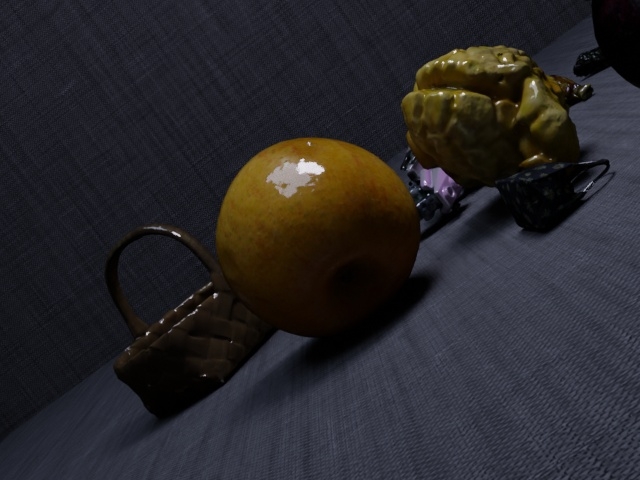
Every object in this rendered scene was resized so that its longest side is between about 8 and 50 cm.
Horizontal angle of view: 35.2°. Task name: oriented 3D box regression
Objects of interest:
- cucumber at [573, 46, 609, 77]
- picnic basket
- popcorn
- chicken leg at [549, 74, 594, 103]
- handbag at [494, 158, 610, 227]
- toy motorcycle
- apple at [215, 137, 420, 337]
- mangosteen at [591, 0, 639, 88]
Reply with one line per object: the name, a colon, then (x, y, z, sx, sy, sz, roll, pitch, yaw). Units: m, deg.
cucumber: (0.612, -0.397, 2.165, 0.053, 0.053, 0.181, -39, 9, -27)
picnic basket: (-0.272, 0.115, 1.889, 0.293, 0.337, 0.337, -31, 8, 38)
popcorn: (0.259, -0.181, 1.498, 0.225, 0.264, 0.332, -64, 24, 7)
chicken leg: (0.487, -0.297, 2.031, 0.093, 0.070, 0.178, -12, 12, -16)
handbag: (0.309, -0.071, 1.295, 0.139, 0.072, 0.115, -23, 3, -4)
toy motorcycle: (0.245, -0.144, 1.835, 0.188, 0.143, 0.327, -31, 15, 38)
apple: (0.000, 0.000, 1.460, 0.299, 0.299, 0.275, -37, 34, -7)
mangosteen: (0.466, -0.324, 1.290, 0.288, 0.288, 0.288, -36, 6, 4)
